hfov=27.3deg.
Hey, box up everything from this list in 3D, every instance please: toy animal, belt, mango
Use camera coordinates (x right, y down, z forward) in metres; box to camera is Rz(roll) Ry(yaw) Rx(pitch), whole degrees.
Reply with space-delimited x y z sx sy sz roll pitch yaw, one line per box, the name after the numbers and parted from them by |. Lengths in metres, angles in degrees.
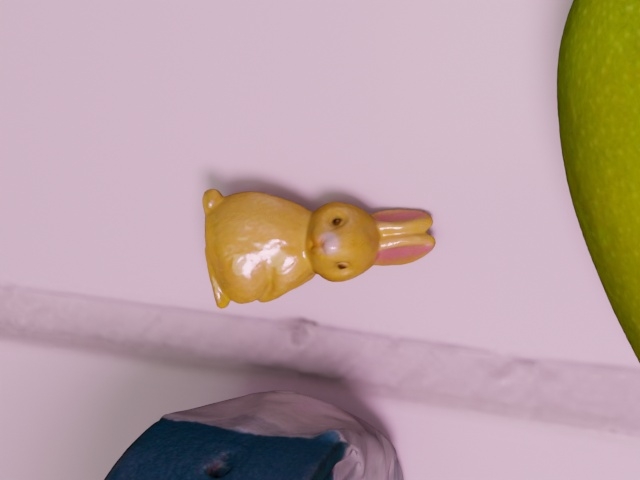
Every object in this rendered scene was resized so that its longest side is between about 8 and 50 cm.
-0.001 -0.003 0.919 0.159 0.070 0.083 -5 106 15 | toy animal
-0.064 0.301 0.854 0.173 0.437 0.300 1 137 16 | belt
0.249 -0.023 0.774 0.192 0.156 0.343 -23 100 24 | mango
